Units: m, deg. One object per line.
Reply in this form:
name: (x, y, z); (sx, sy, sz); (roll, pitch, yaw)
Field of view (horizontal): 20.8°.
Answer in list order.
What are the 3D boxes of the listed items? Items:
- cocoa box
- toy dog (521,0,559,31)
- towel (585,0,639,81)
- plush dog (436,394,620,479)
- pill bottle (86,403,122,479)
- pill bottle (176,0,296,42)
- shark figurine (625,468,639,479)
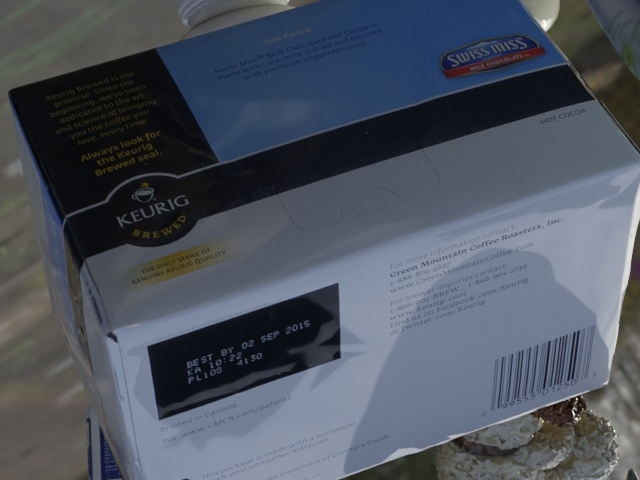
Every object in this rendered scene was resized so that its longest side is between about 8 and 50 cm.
cocoa box: (0.000, 0.000, 1.151); (0.347, 0.228, 0.231); (-18, 140, -14)
toy dog: (0.166, -0.432, 1.611); (0.395, 0.285, 0.407); (-23, 130, -51)
towel: (0.312, -0.158, 1.075); (0.374, 0.321, 0.090); (-102, -153, -60)
plush dog: (0.200, 0.217, 2.054); (0.210, 0.262, 0.225); (-48, 141, -39)
pill bottle: (-0.155, 0.163, 1.407); (0.067, 0.120, 0.067); (-4, 165, -1)
pill bottle: (-0.058, -0.135, 1.688); (0.152, 0.272, 0.152); (-13, 168, -3)
shark figurine: (0.321, 0.186, 1.585); (0.116, 0.166, 0.278); (12, -132, 48)
